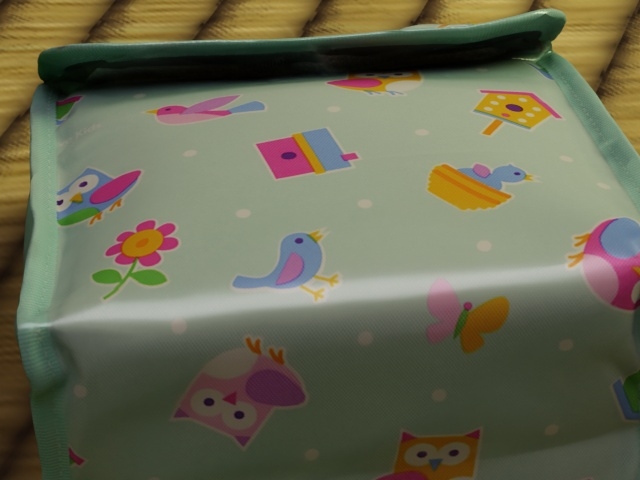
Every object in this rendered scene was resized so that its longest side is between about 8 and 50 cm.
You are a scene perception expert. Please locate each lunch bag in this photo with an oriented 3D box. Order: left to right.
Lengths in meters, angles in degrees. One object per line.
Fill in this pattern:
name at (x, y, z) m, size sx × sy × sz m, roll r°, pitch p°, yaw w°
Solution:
lunch bag at (0.000, 0.000, 0.670) m, size 0.223 × 0.160 × 0.262 m, roll -5°, pitch 33°, yaw -3°
